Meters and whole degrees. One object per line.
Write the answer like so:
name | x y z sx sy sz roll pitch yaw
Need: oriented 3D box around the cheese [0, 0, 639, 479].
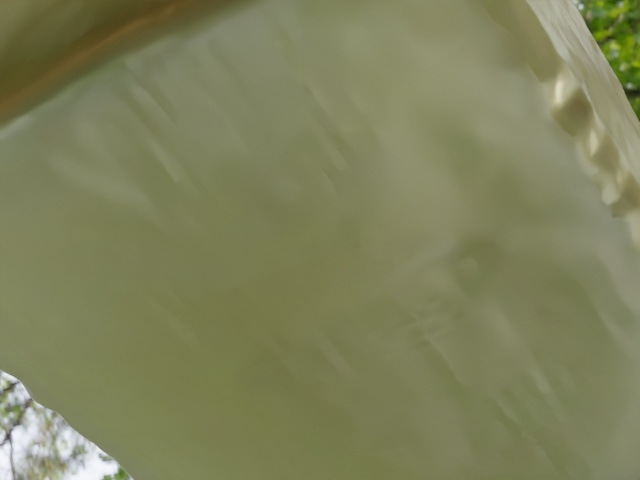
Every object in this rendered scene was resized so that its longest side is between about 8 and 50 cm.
cheese | 0.000 0.000 0.438 0.242 0.265 0.124 -25 -145 22
